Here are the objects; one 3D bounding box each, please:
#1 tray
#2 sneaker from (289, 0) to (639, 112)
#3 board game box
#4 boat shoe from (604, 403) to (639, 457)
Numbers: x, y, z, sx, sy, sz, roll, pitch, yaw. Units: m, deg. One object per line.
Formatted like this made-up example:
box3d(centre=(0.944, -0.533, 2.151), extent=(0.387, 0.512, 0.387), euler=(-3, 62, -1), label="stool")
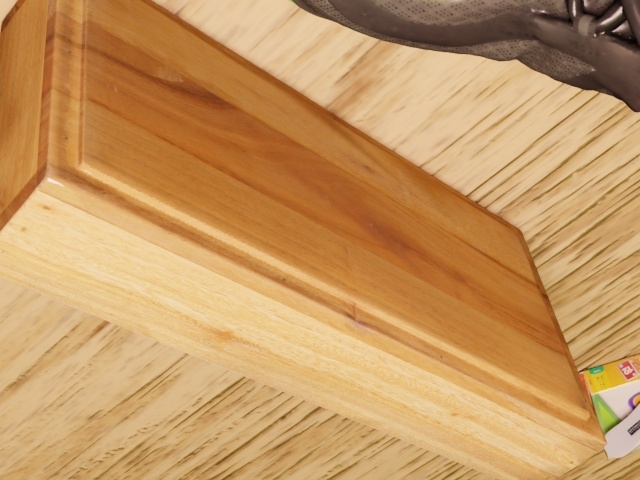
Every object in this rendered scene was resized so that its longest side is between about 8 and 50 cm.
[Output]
box3d(centre=(0.000, 0.000, 0.635), extent=(0.411, 0.203, 0.076), euler=(27, 124, -33), label="tray")
box3d(centre=(0.212, -0.128, 0.512), extent=(0.483, 0.202, 0.185), euler=(10, 122, -1), label="sneaker")
box3d(centre=(0.363, 0.135, 0.969), extent=(0.259, 0.039, 0.124), euler=(-17, 135, 10), label="board game box")
box3d(centre=(0.307, 0.166, 0.946), extent=(0.035, 0.035, 0.100), euler=(2, 137, -51), label="boat shoe")
